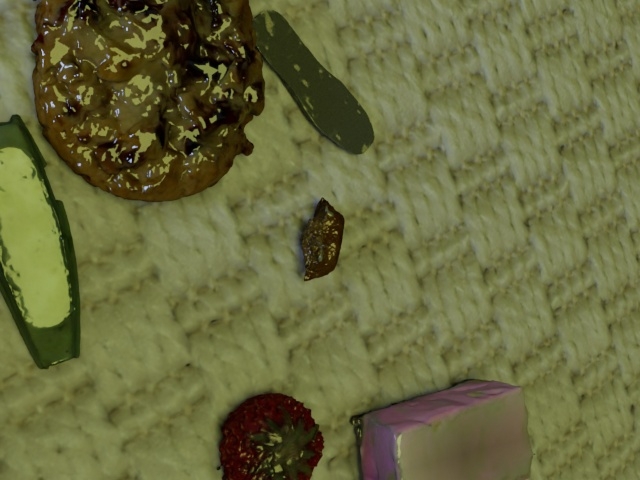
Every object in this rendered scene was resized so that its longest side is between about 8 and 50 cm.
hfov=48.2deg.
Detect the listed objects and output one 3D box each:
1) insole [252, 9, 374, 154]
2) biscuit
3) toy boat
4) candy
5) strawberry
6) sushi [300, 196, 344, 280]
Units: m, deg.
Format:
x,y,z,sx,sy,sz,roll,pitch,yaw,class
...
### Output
x,y,z,sx,sy,sz,roll,pitch,yaw,class
-0.010,-0.216,1.006,0.248,0.011,0.081,47,67,-22,insole
-0.193,-0.214,0.862,0.289,0.081,0.334,-7,95,-29,biscuit
-0.324,0.004,0.799,0.093,0.055,0.293,-16,98,-27,toy boat
0.187,0.310,1.067,0.265,0.116,0.155,-9,92,-32,candy
-0.063,0.272,0.936,0.145,0.086,0.145,0,89,-32,strawberry
-0.002,0.001,0.990,0.060,0.061,0.118,16,62,-21,sushi
